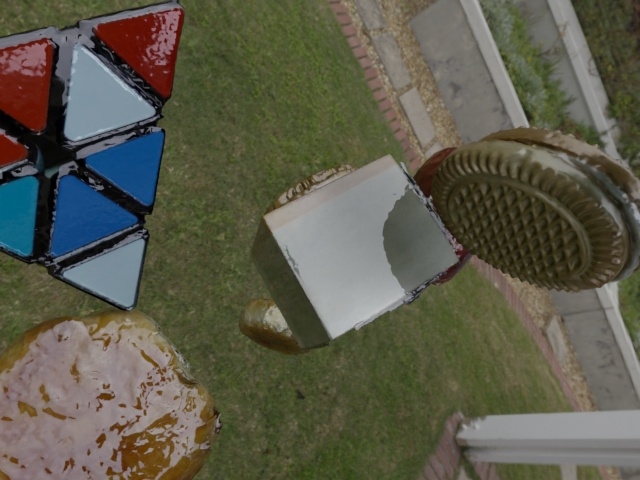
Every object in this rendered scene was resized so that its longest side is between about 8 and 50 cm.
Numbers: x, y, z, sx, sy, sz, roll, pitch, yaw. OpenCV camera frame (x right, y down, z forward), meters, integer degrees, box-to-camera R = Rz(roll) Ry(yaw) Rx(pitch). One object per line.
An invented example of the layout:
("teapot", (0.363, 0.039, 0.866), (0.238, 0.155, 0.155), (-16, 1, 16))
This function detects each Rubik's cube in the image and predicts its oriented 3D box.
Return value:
("Rubik's cube", (-0.214, -0.127, 0.346), (0.284, 0.234, 0.250), (56, 10, 19))

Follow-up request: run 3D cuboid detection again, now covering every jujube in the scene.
("jujube", (0.294, -0.057, 1.037), (0.223, 0.223, 0.317), (30, 84, -40))

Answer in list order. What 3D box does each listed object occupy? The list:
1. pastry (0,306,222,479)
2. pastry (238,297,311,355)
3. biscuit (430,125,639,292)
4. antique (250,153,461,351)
("pastry", (-0.208, 0.176, 0.440), (0.229, 0.100, 0.218), (19, 76, -18))
("pastry", (-0.099, 0.208, 1.073), (0.192, 0.182, 0.093), (50, 51, -43))
("biscuit", (0.261, -0.030, 0.550), (0.079, 0.259, 0.259), (-48, 115, -17))
("antique", (0.022, 0.011, 0.444), (0.152, 0.146, 0.147), (-29, 81, -20))
